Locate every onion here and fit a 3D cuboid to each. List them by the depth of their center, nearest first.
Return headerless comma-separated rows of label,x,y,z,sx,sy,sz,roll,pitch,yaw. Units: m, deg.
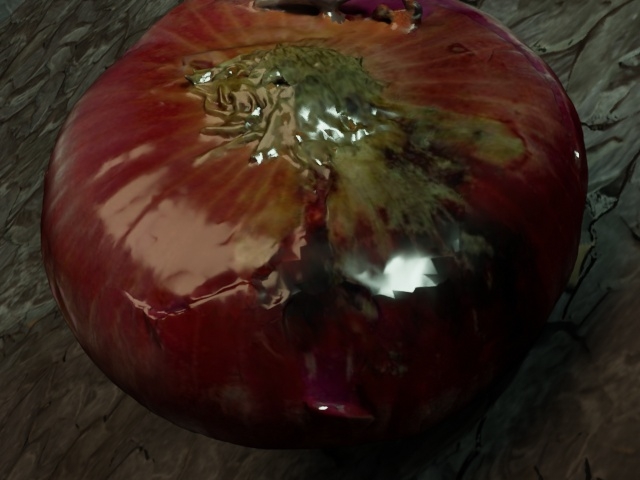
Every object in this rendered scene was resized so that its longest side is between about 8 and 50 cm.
onion,0.000,0.000,1.205,0.347,0.285,0.348,-1,50,1
